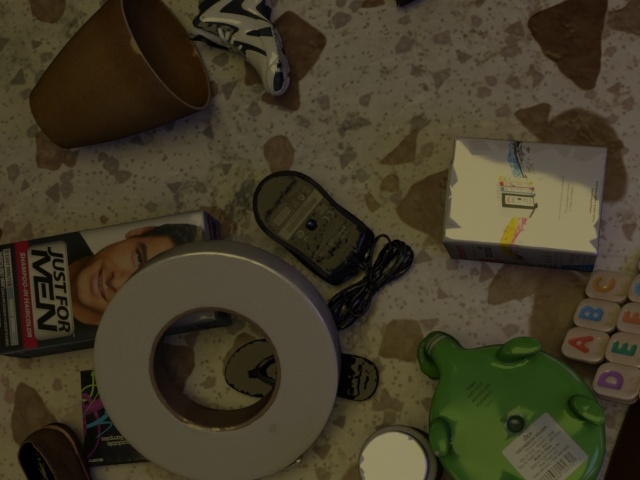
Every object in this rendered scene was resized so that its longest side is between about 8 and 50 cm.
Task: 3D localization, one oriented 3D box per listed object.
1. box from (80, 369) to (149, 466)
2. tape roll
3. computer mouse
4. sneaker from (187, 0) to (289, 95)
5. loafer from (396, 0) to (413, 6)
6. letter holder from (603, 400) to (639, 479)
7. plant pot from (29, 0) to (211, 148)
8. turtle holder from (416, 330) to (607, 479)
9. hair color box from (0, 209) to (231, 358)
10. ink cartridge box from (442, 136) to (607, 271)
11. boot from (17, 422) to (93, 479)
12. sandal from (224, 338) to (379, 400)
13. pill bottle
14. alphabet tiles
[{"bbox_3d":[-0.338,0.292,1.900,0.116,0.029,0.162,-8,81,9],"label":"box"},{"bbox_3d":[-0.159,0.193,1.783,0.391,0.072,0.392,1,107,5],"label":"tape roll"},{"bbox_3d":[0.000,0.000,1.878,0.272,0.072,0.188,44,88,2],"label":"computer mouse"},{"bbox_3d":[-0.147,-0.337,1.947,0.153,0.094,0.235,-17,77,8],"label":"sneaker"},{"bbox_3d":[0.093,-0.483,1.936,0.078,0.080,0.220,-43,76,0],"label":"loafer"},{"bbox_3d":[0.528,0.403,1.680,0.152,0.214,0.302,21,83,-19],"label":"letter holder"},{"bbox_3d":[-0.355,-0.265,1.923,0.254,0.237,0.237,-28,76,20],"label":"plant pot"},{"bbox_3d":[0.263,0.278,1.688,0.320,0.227,0.243,16,75,19],"label":"turtle holder"},{"bbox_3d":[-0.350,0.076,1.898,0.374,0.113,0.185,-10,79,8],"label":"hair color box"},{"bbox_3d":[0.316,-0.054,1.773,0.232,0.171,0.168,6,81,12],"label":"ink cartridge box"},{"bbox_3d":[-0.392,0.443,1.828,0.112,0.115,0.305,-33,86,9],"label":"boot"},{"bbox_3d":[-0.034,0.208,1.847,0.254,0.054,0.097,1,80,10],"label":"sandal"},{"bbox_3d":[0.120,0.337,1.718,0.119,0.208,0.119,-2,79,10],"label":"pill bottle"},{"bbox_3d":[0.514,0.127,1.705,0.278,0.021,0.284,9,56,32],"label":"alphabet tiles"}]
